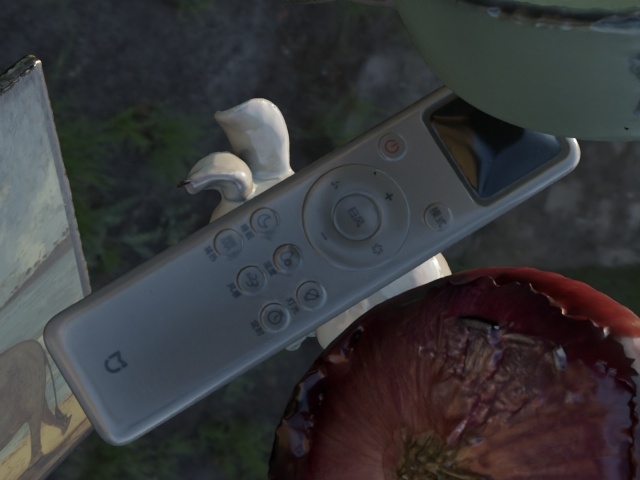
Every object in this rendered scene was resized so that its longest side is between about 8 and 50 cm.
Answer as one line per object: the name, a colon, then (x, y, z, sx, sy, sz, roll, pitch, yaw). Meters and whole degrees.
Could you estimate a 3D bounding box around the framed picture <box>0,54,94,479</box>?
framed picture: (-0.244, 0.083, 0.985, 0.265, 0.016, 0.347, -45, 147, -36)

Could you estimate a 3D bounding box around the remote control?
remote control: (0.000, 0.000, 0.684, 0.261, 0.067, 0.029, -31, 174, -10)

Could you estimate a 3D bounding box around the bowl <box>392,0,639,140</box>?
bowl: (0.120, -0.116, 0.590, 0.211, 0.211, 0.112, -48, 145, -27)

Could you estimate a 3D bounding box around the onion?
onion: (0.088, 0.127, 0.771, 0.161, 0.248, 0.248, -7, 111, -55)

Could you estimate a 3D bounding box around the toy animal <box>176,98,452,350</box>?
toy animal: (-0.011, 0.016, 1.569, 0.183, 0.310, 0.247, -38, 153, -28)

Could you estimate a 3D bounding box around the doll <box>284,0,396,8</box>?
doll: (0.077, -0.262, 0.898, 0.370, 0.215, 0.226, -19, 98, -30)
